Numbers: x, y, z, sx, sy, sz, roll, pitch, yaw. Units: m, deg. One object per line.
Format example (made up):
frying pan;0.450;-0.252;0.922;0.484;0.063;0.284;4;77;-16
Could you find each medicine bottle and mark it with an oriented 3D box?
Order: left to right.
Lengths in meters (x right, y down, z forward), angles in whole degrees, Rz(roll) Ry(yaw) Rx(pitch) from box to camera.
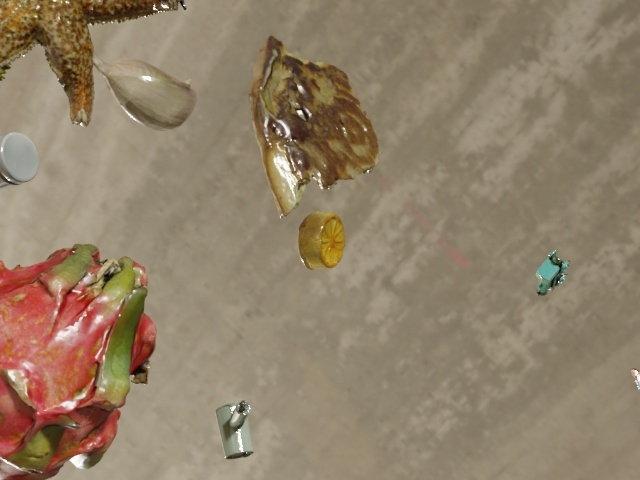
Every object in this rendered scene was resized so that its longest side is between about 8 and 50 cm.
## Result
medicine bottle;-0.368;-0.085;1.260;0.091;0.058;0.058;-11;16;31

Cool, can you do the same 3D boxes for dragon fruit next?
dragon fruit;-0.309;0.135;1.221;0.303;0.231;0.237;-56;-8;4

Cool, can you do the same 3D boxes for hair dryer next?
hair dryer;-0.093;0.211;1.301;0.037;0.063;0.124;-8;-21;-16

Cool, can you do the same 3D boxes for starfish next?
starfish;-0.323;-0.302;1.421;0.303;0.312;0.113;-2;-6;-9

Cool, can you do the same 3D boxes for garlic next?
garlic;-0.284;-0.245;1.784;0.198;0.129;0.090;16;-59;-40

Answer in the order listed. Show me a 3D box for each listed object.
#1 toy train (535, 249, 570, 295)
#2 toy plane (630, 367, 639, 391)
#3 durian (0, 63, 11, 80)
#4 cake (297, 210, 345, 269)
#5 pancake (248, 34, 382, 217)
toy train;0.292;0.045;1.424;0.045;0.029;0.092;-46;-19;-12
toy plane;0.327;0.171;1.019;0.061;0.130;0.189;-43;-19;-4
durian;-0.613;-0.309;1.829;0.176;0.200;0.237;-43;6;43
cake;0.000;0.000;1.572;0.084;0.044;0.084;-9;-80;-59
pancake;-0.028;-0.153;1.383;0.056;0.212;0.257;-36;-1;33
